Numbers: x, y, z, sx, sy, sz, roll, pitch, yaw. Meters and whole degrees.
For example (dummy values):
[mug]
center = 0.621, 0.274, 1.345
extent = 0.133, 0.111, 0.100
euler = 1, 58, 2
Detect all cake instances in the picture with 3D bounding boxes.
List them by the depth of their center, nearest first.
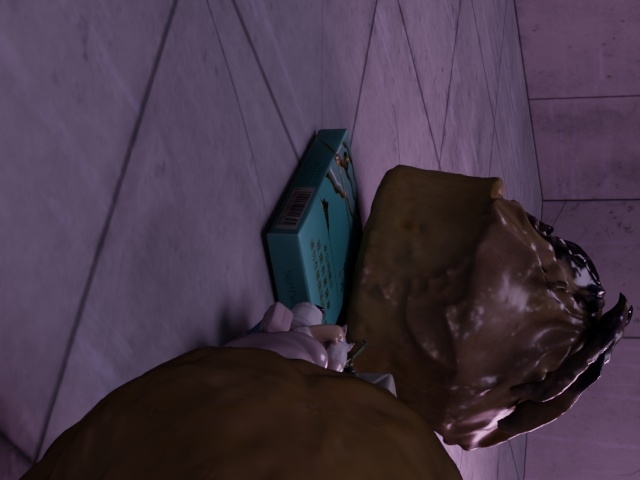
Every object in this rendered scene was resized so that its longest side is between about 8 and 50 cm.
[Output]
[cake]
center = 0.206, 0.082, 1.411
extent = 0.332, 0.321, 0.332
euler = 12, 90, -78

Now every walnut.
[walnut]
center = -0.047, 0.245, 0.582
extent = 0.383, 0.384, 0.383
euler = 0, 90, -74

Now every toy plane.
[toy plane]
center = 0.011, 0.150, 1.286
extent = 0.102, 0.040, 0.111
euler = -29, 152, -24

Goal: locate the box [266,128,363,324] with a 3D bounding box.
[box]
center = 0.000, 0.000, 1.276
extent = 0.229, 0.042, 0.162
euler = -66, 152, -55

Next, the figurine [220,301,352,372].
[figurine]
center = -0.043, 0.120, 1.011
extent = 0.112, 0.137, 0.229
euler = 51, 25, -13

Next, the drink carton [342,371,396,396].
[drink carton]
center = 0.000, 0.303, 1.124
extent = 0.324, 0.132, 0.194
euler = -71, 157, -51
